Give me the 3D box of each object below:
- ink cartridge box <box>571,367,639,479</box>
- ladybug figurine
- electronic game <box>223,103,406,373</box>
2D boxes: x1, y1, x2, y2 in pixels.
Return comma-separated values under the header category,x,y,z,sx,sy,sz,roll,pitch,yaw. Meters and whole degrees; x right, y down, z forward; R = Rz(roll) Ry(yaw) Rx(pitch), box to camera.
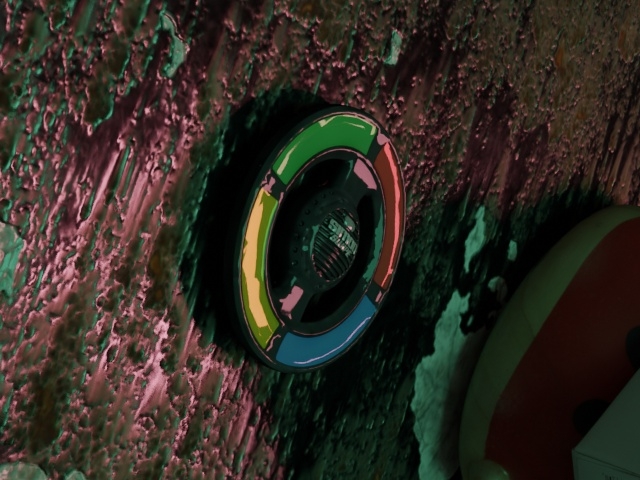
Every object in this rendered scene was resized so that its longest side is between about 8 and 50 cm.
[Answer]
category,x,y,z,sx,sy,sz,roll,pitch,yaw
ink cartridge box,0.393,0.235,1.439,0.309,0.130,0.272,-42,135,-36
ladybug figurine,0.312,0.142,1.545,0.449,0.161,0.305,-42,133,-36
electronic game,0.000,0.000,1.184,0.229,0.048,0.229,-21,118,-47
